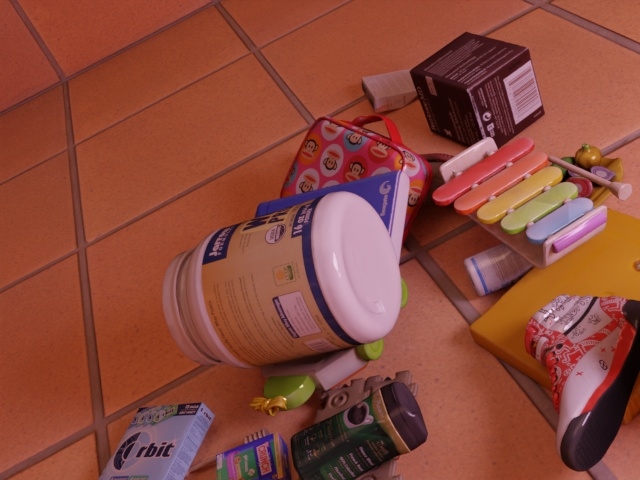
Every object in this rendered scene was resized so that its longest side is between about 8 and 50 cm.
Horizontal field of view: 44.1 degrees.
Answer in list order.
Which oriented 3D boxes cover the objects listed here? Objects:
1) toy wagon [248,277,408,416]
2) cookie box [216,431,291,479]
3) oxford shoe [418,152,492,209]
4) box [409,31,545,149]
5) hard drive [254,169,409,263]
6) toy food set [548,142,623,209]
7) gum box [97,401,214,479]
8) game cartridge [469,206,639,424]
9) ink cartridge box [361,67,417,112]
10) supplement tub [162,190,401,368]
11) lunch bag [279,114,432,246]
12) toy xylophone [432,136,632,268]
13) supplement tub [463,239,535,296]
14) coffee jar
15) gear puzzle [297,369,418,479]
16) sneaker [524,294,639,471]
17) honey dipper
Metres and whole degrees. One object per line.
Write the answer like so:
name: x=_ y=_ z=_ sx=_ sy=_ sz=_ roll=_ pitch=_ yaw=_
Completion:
toy wagon: x=-0.009 y=0.169 z=1.318 sx=0.267 sy=0.068 sz=0.344 roll=-10 pitch=33 yaw=37
cookie box: x=-0.102 y=0.352 z=1.200 sx=0.107 sy=0.040 sz=0.092 roll=-22 pitch=34 yaw=6
oxford shoe: x=0.210 y=-0.099 z=1.549 sx=0.348 sy=0.123 sz=0.130 roll=17 pitch=80 yaw=44
box: x=0.330 y=-0.312 z=1.666 sx=0.167 sy=0.168 sz=0.203 roll=-37 pitch=36 yaw=-13
hard drive: x=0.000 y=0.000 z=1.400 sx=0.318 sy=0.040 sz=0.210 roll=-11 pitch=55 yaw=35
toy food set: x=0.443 y=-0.105 z=1.410 sx=0.218 sy=0.071 sz=0.128 roll=-41 pitch=37 yaw=-20
gum box: x=-0.276 y=0.354 z=1.293 sx=0.157 sy=0.041 sz=0.184 roll=-13 pitch=35 yaw=35
game cartridge: x=0.431 y=0.100 z=1.178 sx=0.323 sy=0.053 sz=0.285 roll=-40 pitch=37 yaw=-14
ink cartridge box: x=0.203 y=-0.377 z=1.964 sx=0.179 sy=0.045 sz=0.145 roll=-9 pitch=34 yaw=-7
supplement tub: x=-0.060 y=0.070 z=1.208 sx=0.316 sy=0.228 sz=0.228 roll=-16 pitch=35 yaw=27
lunch bag: x=0.067 y=-0.120 z=1.518 sx=0.293 sy=0.120 sz=0.258 roll=35 pitch=106 yaw=44
toy xylophone: x=0.350 y=-0.078 z=1.302 sx=0.236 sy=0.081 sz=0.322 roll=-36 pitch=38 yaw=-15
supplement tub: x=0.298 y=0.043 z=1.313 sx=0.107 sy=0.071 sz=0.071 roll=-23 pitch=35 yaw=6
coffee jar: x=0.054 y=0.271 z=1.083 sx=0.184 sy=0.079 sz=0.096 roll=-30 pitch=23 yaw=7
gear puzzle: x=0.049 y=0.334 z=1.124 sx=0.175 sy=0.044 sz=0.339 roll=-15 pitch=35 yaw=28
sneaker: x=0.326 y=0.176 z=1.039 sx=0.145 sy=0.090 sz=0.270 roll=7 pitch=46 yaw=41
honey dipper: x=-0.154 y=0.344 z=1.259 sx=0.160 sy=0.030 sz=0.030 roll=-26 pitch=34 yaw=7
